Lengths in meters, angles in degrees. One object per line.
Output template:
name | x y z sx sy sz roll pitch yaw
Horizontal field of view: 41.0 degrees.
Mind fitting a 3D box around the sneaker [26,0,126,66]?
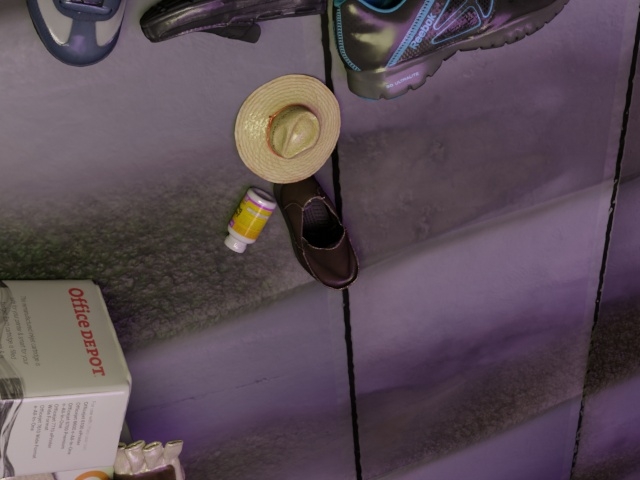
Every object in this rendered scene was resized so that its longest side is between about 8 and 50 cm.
sneaker | -0.226 -0.306 0.825 0.112 0.131 0.319 -5 123 -25

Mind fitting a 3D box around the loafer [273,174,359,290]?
loafer | 0.000 0.000 1.184 0.080 0.078 0.220 -33 130 -3

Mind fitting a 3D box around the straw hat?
straw hat | -0.032 -0.134 1.066 0.144 0.061 0.144 -5 109 -16

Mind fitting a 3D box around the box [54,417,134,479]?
box | -0.442 0.305 1.102 0.345 0.168 0.215 9 116 -31

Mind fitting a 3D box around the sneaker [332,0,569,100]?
sneaker | 0.172 -0.301 1.042 0.341 0.125 0.140 -31 125 -9

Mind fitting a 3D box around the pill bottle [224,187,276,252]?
pill bottle | -0.096 -0.026 1.140 0.043 0.043 0.083 19 110 -36

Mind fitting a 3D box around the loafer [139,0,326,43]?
loafer | -0.091 -0.257 0.964 0.223 0.076 0.078 -23 121 -17

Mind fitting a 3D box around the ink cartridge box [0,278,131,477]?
ink cartridge box | -0.399 0.155 0.987 0.307 0.223 0.129 1 121 -28

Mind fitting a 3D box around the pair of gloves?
pair of gloves | -0.283 0.341 1.072 0.240 0.042 0.204 -9 124 -22
